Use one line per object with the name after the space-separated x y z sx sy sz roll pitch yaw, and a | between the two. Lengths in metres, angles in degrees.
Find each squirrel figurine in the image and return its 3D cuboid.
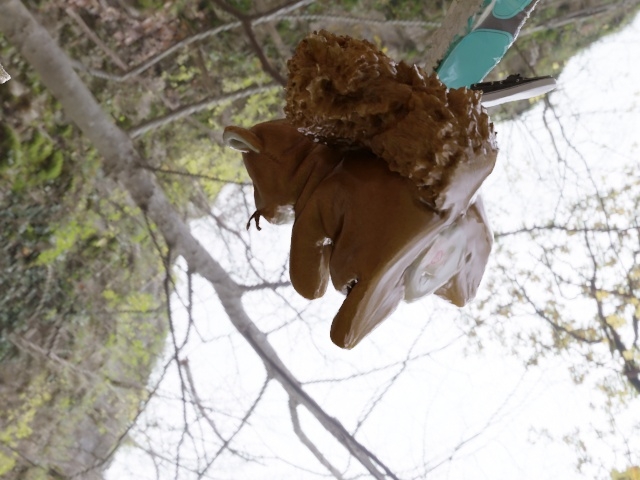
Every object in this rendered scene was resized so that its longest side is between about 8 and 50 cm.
0.044 -0.107 1.099 0.281 0.397 0.370 -20 -133 -35 | squirrel figurine

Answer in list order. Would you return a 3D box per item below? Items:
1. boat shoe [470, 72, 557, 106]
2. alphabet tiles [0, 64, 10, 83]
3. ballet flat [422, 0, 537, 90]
0.316 -0.254 1.299 0.142 0.049 0.040 -11 -98 17 | boat shoe
-0.570 -0.377 1.202 0.021 0.284 0.278 -33 -145 -13 | alphabet tiles
0.311 -0.432 1.447 0.409 0.147 0.147 -53 -158 42 | ballet flat
